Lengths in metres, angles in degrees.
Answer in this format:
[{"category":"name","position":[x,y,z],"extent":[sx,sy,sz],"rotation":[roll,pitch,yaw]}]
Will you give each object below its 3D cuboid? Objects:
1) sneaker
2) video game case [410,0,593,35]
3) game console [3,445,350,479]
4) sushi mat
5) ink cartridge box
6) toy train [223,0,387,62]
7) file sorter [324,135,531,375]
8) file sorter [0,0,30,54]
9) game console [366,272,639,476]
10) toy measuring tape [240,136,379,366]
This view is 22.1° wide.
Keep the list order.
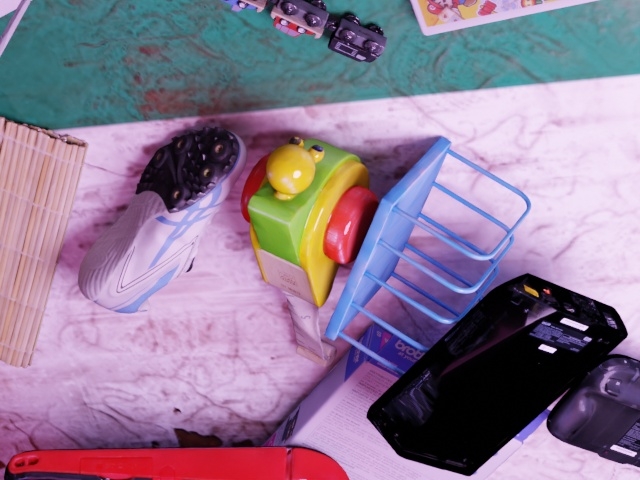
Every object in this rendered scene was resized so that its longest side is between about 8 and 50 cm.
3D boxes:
[{"category":"sneaker","position":[-0.134,-0.018,1.504],"extent":[0.086,0.085,0.237],"rotation":[15,133,-37]},{"category":"video game case","position":[0.144,-0.273,1.254],"extent":[0.206,0.026,0.227],"rotation":[-9,128,19]},{"category":"game console","position":[-0.146,0.352,1.720],"extent":[0.342,0.060,0.387],"rotation":[3,132,-1]},{"category":"sushi mat","position":[-0.326,-0.001,1.590],"extent":[0.151,0.019,0.316],"rotation":[20,131,-3]},{"category":"ink cartridge box","position":[0.072,0.200,1.646],"extent":[0.185,0.065,0.311],"rotation":[28,133,-13]},{"category":"toy train","position":[-0.021,-0.188,1.362],"extent":[0.158,0.027,0.036],"rotation":[23,141,-8]},{"category":"file sorter","position":[0.096,0.023,1.434],"extent":[0.104,0.118,0.170],"rotation":[33,132,12]},{"category":"file sorter","position":[-0.402,-0.189,1.347],"extent":[0.277,0.173,0.193],"rotation":[-22,121,28]},{"category":"game console","position":[0.232,0.152,1.493],"extent":[0.361,0.044,0.213],"rotation":[22,125,-36]},{"category":"toy measuring tape","position":[0.000,0.000,1.485],"extent":[0.121,0.121,0.330],"rotation":[3,151,10]}]
